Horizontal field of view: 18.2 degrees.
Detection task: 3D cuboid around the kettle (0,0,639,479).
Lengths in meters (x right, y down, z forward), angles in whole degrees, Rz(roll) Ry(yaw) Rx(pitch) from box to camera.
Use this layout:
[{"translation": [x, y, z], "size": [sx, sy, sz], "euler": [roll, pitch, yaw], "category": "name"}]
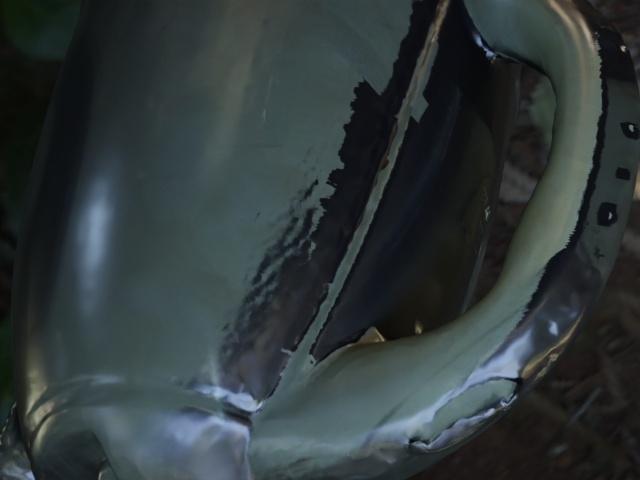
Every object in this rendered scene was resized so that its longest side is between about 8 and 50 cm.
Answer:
[{"translation": [0.000, 0.000, 0.923], "size": [0.321, 0.324, 0.228], "euler": [-12, 135, 30], "category": "kettle"}]
